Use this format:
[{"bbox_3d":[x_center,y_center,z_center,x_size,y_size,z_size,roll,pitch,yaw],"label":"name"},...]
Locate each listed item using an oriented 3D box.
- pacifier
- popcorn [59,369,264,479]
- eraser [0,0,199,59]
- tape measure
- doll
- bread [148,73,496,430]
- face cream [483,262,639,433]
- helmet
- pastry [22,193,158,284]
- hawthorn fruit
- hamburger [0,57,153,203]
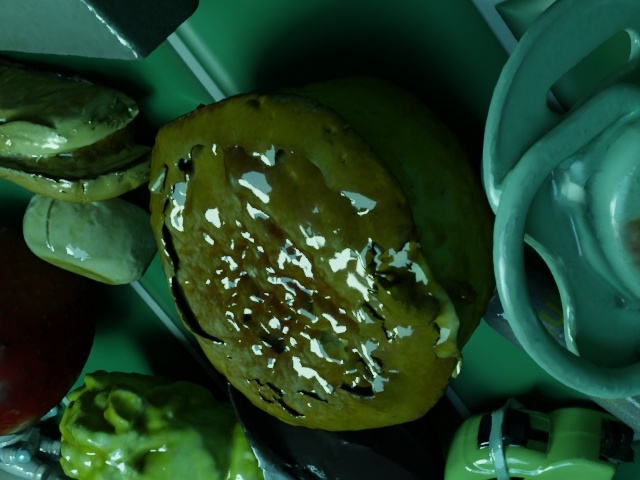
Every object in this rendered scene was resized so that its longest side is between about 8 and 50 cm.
[{"bbox_3d":[0.217,-0.036,1.029,0.343,0.288,0.269,60,161,-21],"label":"pacifier"},{"bbox_3d":[-0.186,0.254,1.614,0.285,0.174,0.225,12,-173,-12],"label":"popcorn"},{"bbox_3d":[-0.292,-0.245,1.255,0.352,0.111,0.077,9,132,29],"label":"eraser"},{"bbox_3d":[0.223,0.247,1.387,0.175,0.106,0.200,15,140,2],"label":"tape measure"},{"bbox_3d":[-0.451,0.308,1.904,0.151,0.151,0.287,9,130,29],"label":"doll"},{"bbox_3d":[0.002,0.000,1.192,0.358,0.204,0.337,-8,115,48],"label":"bread"},{"bbox_3d":[0.253,0.103,1.243,0.283,0.073,0.073,36,141,0],"label":"face cream"},{"bbox_3d":[0.035,0.227,1.423,0.177,0.225,0.305,-18,123,13],"label":"helmet"},{"bbox_3d":[-0.259,-0.005,1.460,0.156,0.092,0.156,22,169,5],"label":"pastry"},{"bbox_3d":[-0.417,0.127,1.566,0.254,0.300,0.254,15,132,18],"label":"hawthorn fruit"},{"bbox_3d":[-0.301,-0.107,1.387,0.262,0.131,0.124,15,137,30],"label":"hamburger"}]
